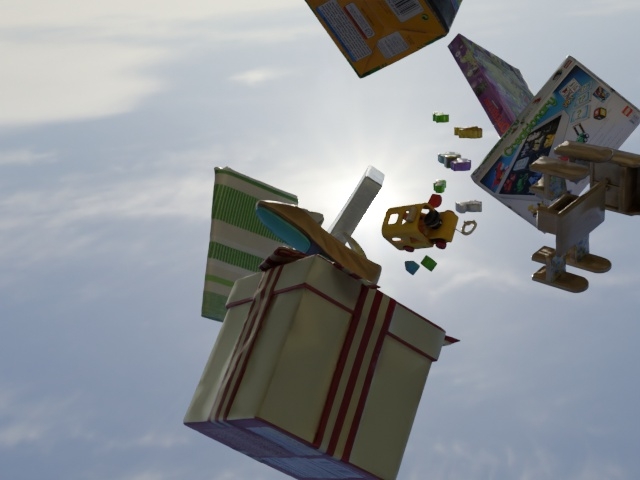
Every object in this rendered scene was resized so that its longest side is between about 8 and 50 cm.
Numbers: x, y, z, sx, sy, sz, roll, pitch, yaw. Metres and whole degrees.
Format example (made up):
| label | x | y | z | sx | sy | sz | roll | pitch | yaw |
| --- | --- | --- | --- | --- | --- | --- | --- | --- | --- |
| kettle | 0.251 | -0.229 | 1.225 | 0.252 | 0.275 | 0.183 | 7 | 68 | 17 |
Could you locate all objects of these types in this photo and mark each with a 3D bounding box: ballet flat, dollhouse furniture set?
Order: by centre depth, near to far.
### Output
| label | x | y | z | sx | sy | sz | roll | pitch | yaw |
| --- | --- | --- | --- | --- | --- | --- | --- | --- | --- |
| ballet flat | 0.000 | 0.000 | 1.676 | 0.073 | 0.232 | 0.080 | -51 | -175 | -26 |
| dollhouse furniture set | 0.468 | -0.051 | 1.704 | 0.161 | 0.212 | 0.242 | 19 | -142 | 39 |

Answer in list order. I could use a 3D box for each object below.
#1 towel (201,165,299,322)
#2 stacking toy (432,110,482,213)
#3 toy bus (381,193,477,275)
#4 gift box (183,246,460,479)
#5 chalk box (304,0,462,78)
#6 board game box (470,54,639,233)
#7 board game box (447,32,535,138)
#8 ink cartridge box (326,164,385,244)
| label | x | y | z | sx | sy | sz | roll | pitch | yaw |
| --- | --- | --- | --- | --- | --- | --- | --- | --- | --- |
| towel | -0.145 | 0.026 | 2.200 | 0.038 | 0.325 | 0.248 | -11 | 157 | 40 |
| stacking toy | 0.272 | -0.160 | 2.106 | 0.052 | 0.167 | 0.221 | -5 | -163 | -10 |
| toy bus | 0.242 | -0.040 | 2.531 | 0.202 | 0.104 | 0.191 | -45 | -143 | 12 |
| gift box | 0.012 | 0.168 | 1.390 | 0.276 | 0.255 | 0.258 | -14 | -131 | 52 |
| chalk box | 0.121 | -0.432 | 1.688 | 0.179 | 0.180 | 0.289 | -22 | -152 | 35 |
| board game box | 0.466 | -0.185 | 2.073 | 0.193 | 0.305 | 0.053 | 34 | -165 | -16 |
| board game box | 0.413 | -0.300 | 2.284 | 0.208 | 0.056 | 0.347 | 27 | -150 | -36 |
| ink cartridge box | 0.052 | -0.040 | 2.117 | 0.045 | 0.224 | 0.223 | 34 | -169 | -2 |
